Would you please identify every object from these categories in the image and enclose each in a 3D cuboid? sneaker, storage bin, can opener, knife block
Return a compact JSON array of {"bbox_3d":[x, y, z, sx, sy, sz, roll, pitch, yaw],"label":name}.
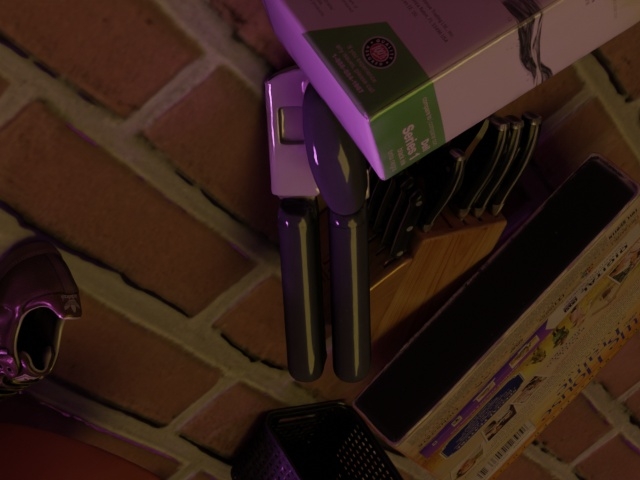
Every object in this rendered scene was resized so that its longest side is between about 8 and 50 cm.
[{"bbox_3d":[-0.238,0.087,1.304,0.066,0.071,0.188,-3,137,-43],"label":"sneaker"},{"bbox_3d":[0.011,0.254,1.688,0.122,0.180,0.084,-4,138,-42],"label":"storage bin"},{"bbox_3d":[0.000,0.000,1.323,0.076,0.095,0.283,0,121,5],"label":"can opener"},{"bbox_3d":[0.100,-0.012,1.485,0.242,0.088,0.275,-37,150,5],"label":"knife block"}]

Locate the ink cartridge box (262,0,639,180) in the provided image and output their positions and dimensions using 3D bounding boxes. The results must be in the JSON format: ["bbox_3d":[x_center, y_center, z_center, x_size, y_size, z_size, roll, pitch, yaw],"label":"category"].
[{"bbox_3d":[0.089,-0.170,1.175,0.219,0.160,0.092,-31,151,-6],"label":"ink cartridge box"}]

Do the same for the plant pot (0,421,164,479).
[{"bbox_3d":[-0.228,0.274,1.377,0.291,0.290,0.203,65,39,-60],"label":"plant pot"}]

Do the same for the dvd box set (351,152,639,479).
[{"bbox_3d":[0.196,0.099,1.658,0.307,0.062,0.420,-46,160,0],"label":"dvd box set"}]
